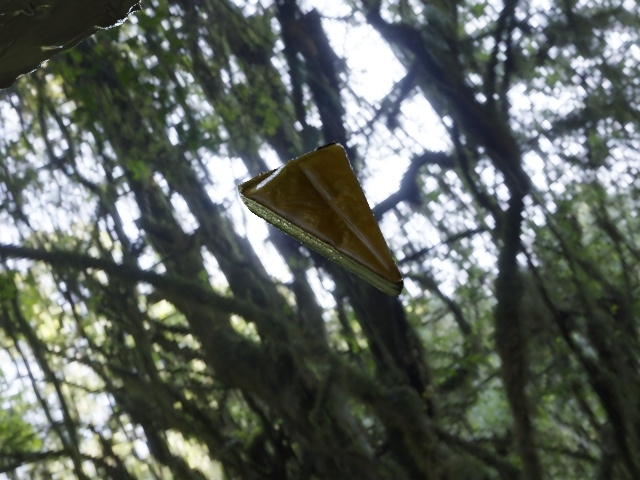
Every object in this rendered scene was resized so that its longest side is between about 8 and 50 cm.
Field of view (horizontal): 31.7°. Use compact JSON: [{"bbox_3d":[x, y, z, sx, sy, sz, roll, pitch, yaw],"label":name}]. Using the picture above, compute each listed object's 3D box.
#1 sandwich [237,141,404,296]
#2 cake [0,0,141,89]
[{"bbox_3d":[0.000,0.000,1.130,0.113,0.163,0.079,-23,-12,-5],"label":"sandwich"},{"bbox_3d":[-0.137,-0.130,0.382,0.134,0.147,0.135,-31,-3,7],"label":"cake"}]
